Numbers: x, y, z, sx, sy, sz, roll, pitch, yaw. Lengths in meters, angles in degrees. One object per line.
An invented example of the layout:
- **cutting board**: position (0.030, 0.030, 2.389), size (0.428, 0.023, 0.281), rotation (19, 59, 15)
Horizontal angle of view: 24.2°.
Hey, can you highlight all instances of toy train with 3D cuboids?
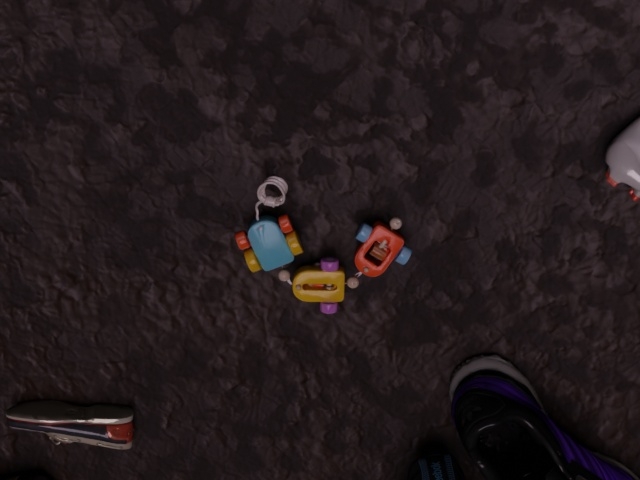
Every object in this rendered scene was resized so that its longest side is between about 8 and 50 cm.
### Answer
- **toy train**: position (0.000, 0.000, 1.493), size (0.166, 0.046, 0.125), rotation (26, 109, -10)

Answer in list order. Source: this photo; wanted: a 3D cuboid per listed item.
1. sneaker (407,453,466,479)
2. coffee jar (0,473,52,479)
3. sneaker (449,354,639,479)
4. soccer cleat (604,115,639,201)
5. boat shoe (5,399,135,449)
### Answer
- **sneaker**: position (0.135, 0.374, 1.594), size (0.125, 0.139, 0.340), rotation (-2, 130, -6)
- **coffee jar**: position (-0.374, 0.306, 1.603), size (0.184, 0.096, 0.079), rotation (-10, 109, 8)
- **sneaker**: position (0.240, 0.255, 1.520), size (0.293, 0.146, 0.102), rotation (41, 108, -11)
- **soccer cleat**: position (0.365, -0.045, 1.443), size (0.196, 0.068, 0.076), rotation (33, 106, -6)
- **boat shoe**: position (-0.265, 0.197, 1.583), size (0.137, 0.049, 0.043), rotation (3, 113, -3)
